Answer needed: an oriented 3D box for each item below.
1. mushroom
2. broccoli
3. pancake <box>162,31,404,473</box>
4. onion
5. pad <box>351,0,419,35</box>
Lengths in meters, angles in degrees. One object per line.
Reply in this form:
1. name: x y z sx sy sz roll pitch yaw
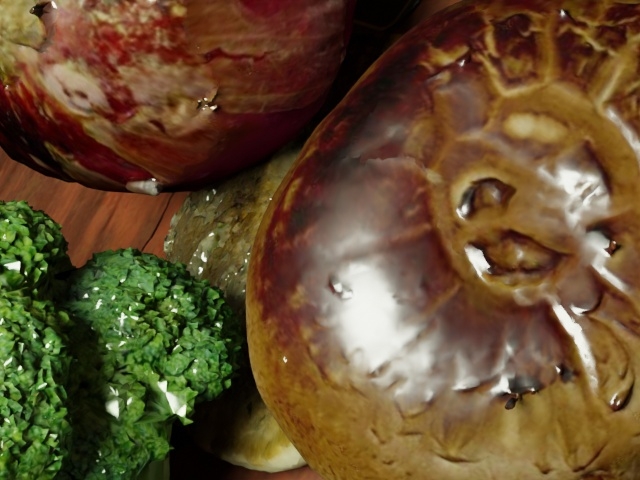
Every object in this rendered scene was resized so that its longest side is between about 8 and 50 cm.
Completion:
1. mushroom: 0.093 0.002 0.653 0.278 0.163 0.297 27 78 27
2. broccoli: -0.250 0.133 0.775 0.321 0.310 0.413 21 46 32
3. pancake: -0.001 -0.001 0.905 0.356 0.065 0.356 -29 41 29
4. onion: -0.098 -0.208 0.943 0.347 0.348 0.385 -7 16 45
5. pad: -0.007 -0.294 1.155 0.315 0.063 0.375 -56 35 -3
